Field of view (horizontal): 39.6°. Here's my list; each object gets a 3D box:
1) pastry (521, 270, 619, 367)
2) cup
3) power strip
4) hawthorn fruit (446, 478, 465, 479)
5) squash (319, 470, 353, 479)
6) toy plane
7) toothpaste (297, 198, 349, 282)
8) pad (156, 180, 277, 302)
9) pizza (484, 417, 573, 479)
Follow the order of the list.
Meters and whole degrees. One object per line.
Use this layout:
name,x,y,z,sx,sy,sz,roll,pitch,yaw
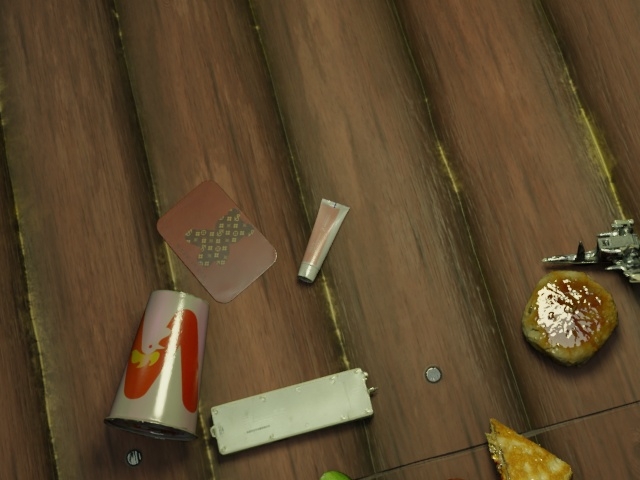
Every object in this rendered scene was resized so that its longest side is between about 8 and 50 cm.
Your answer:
pastry,0.513,0.156,1.843,0.182,0.093,0.192,37,82,18
cup,-0.329,0.261,1.879,0.203,0.203,0.288,6,68,9
power strip,-0.053,0.360,1.880,0.367,0.043,0.106,-15,73,3
hawthorn fruit,0.290,0.546,1.724,0.173,0.173,0.179,-26,73,-1
squash,0.111,0.620,1.754,0.101,0.101,0.379,-36,75,-4
toy plane,0.600,0.023,1.863,0.262,0.088,0.192,0,43,3
toothpaste,0.000,0.000,1.983,0.067,0.043,0.194,18,71,14
pad,-0.238,0.000,2.029,0.181,0.004,0.267,-41,74,-5
pizza,0.392,0.441,1.777,0.188,0.062,0.199,-3,40,-34
